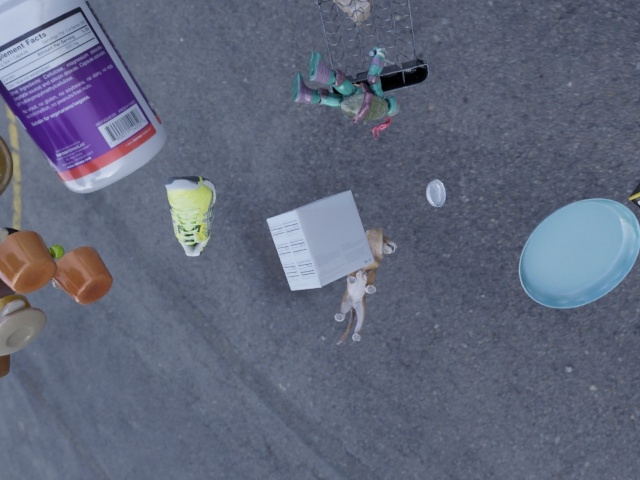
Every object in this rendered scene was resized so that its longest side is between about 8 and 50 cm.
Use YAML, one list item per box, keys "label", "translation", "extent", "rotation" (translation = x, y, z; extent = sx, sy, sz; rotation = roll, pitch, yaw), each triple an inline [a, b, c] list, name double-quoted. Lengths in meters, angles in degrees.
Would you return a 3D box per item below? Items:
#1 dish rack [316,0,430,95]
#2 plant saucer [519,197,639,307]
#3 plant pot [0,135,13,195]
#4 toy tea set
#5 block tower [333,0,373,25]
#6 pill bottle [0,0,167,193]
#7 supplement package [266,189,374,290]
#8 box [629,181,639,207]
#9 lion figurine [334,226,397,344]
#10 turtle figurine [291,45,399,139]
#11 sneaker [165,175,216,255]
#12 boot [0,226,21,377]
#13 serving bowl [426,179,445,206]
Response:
- label: "dish rack"
  translation: [0.098, -0.436, 1.226]
  extent: [0.074, 0.208, 0.272]
  rotation: [-97, -7, -59]
- label: "plant saucer"
  translation: [0.646, 0.030, 1.526]
  extent: [0.044, 0.317, 0.318]
  rotation: [-105, 27, -59]
- label: "plant pot"
  translation: [-0.597, -0.105, 0.926]
  extent: [0.254, 0.237, 0.237]
  rotation: [-6, 96, 31]
- label: "toy tea set"
  translation: [-0.432, 0.045, 0.785]
  extent: [0.124, 0.336, 0.200]
  rotation: [43, 93, 20]
- label: "block tower"
  translation: [0.039, -0.869, 2.007]
  extent: [0.091, 0.097, 0.335]
  rotation: [-44, 85, 3]
- label: "pill bottle"
  translation: [-0.383, -0.244, 0.901]
  extent: [0.181, 0.181, 0.323]
  rotation: [1, 128, 45]
- label: "supplement package"
  translation: [0.000, 0.000, 1.591]
  extent: [0.149, 0.194, 0.203]
  rotation: [-12, 98, 54]
- label: "box"
  translation: [0.860, -0.217, 1.329]
  extent: [0.079, 0.322, 0.257]
  rotation: [41, 161, 3]
- label: "lion figurine"
  translation: [0.134, 0.155, 2.101]
  extent: [0.142, 0.240, 0.392]
  rotation: [21, 122, -3]
- label: "turtle figurine"
  translation: [0.073, -0.285, 1.159]
  extent: [0.175, 0.234, 0.118]
  rotation: [-55, 38, 43]
- label: "sneaker"
  translation: [-0.383, -0.073, 1.835]
  extent: [0.385, 0.145, 0.147]
  rotation: [94, 174, -68]
- label: "boot"
  translation: [-0.572, 0.116, 0.871]
  extent: [0.096, 0.264, 0.281]
  rotation: [38, 119, 25]
- label: "serving bowl"
  translation: [0.347, -0.143, 1.845]
  extent: [0.027, 0.083, 0.084]
  rotation: [-6, 96, 46]
